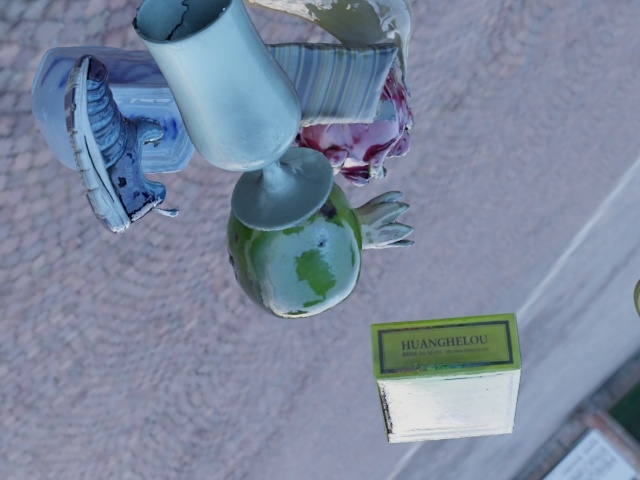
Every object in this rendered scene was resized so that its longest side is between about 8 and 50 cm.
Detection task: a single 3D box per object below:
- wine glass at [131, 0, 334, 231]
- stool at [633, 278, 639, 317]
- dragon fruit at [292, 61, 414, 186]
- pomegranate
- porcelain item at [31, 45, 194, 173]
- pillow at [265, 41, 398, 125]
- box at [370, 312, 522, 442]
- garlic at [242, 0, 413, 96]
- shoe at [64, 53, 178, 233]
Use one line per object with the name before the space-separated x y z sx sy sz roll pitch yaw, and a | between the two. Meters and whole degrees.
wine glass | -0.072 -0.117 1.013 0.103 0.103 0.231 -41 137 -12
stool | 0.456 0.060 1.445 0.110 0.134 0.135 -35 -170 -30
dragon fruit | 0.033 -0.202 1.777 0.218 0.198 0.273 -39 141 -4
pomegranate | 0.000 -0.002 1.423 0.225 0.187 0.187 -12 157 -6
porcelain item | -0.330 -0.209 1.889 0.242 0.405 0.179 -4 109 -23
pillow | -0.012 -0.180 1.370 0.203 0.038 0.113 -4 128 -29
box | 0.127 0.144 1.201 0.140 0.064 0.220 -5 156 3
garlic | 0.025 -0.362 1.702 0.151 0.338 0.196 -79 -164 -52
shoe | -0.232 -0.114 1.355 0.106 0.207 0.091 -21 -172 -16
